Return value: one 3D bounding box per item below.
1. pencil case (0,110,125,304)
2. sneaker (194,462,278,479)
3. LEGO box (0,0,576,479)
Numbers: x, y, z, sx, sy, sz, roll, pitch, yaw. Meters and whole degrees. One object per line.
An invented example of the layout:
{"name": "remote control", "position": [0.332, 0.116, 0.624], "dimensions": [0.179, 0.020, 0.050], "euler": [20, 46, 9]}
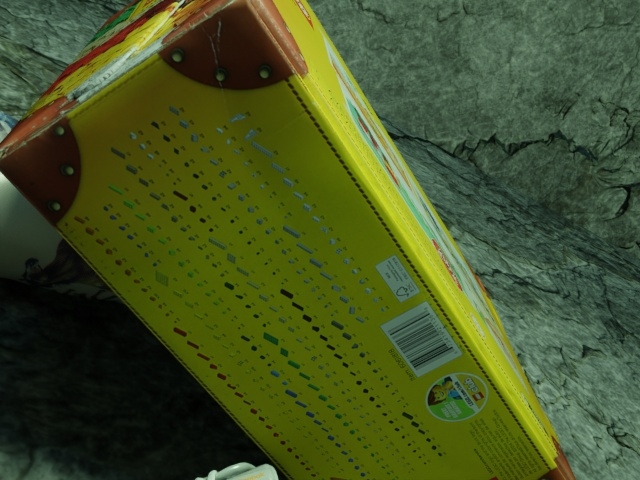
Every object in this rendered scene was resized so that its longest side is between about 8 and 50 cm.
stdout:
{"name": "pencil case", "position": [-0.334, -0.065, 0.704], "dimensions": [0.410, 0.160, 0.183], "euler": [18, 42, -28]}
{"name": "sneaker", "position": [-0.092, 0.198, 0.526], "dimensions": [0.262, 0.121, 0.099], "euler": [18, 25, -28]}
{"name": "LEGO box", "position": [0.000, 0.000, 0.682], "dimensions": [0.500, 0.193, 0.372], "euler": [54, 13, -25]}
